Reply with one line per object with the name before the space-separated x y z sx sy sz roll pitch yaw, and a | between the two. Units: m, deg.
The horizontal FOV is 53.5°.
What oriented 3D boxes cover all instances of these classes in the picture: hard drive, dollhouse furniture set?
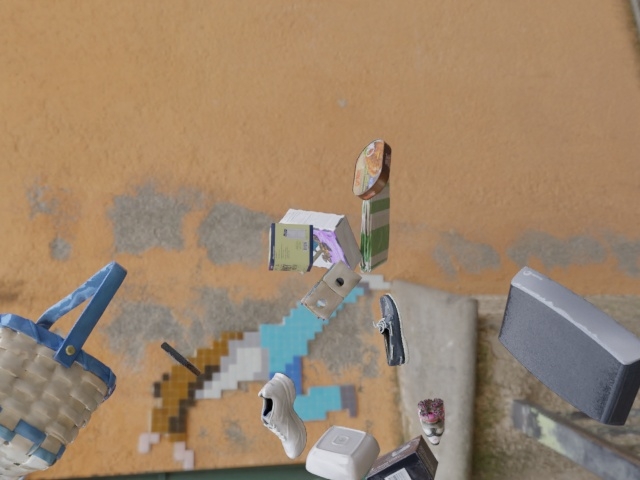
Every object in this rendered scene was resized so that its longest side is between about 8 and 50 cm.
hard drive | -0.394 0.337 1.794 0.022 0.094 0.135 -51 -20 -16
dollhouse furniture set | -0.024 0.077 1.452 0.129 0.184 0.129 -49 1 -8
hard drive | 0.399 0.171 1.039 0.255 0.054 0.171 43 139 47

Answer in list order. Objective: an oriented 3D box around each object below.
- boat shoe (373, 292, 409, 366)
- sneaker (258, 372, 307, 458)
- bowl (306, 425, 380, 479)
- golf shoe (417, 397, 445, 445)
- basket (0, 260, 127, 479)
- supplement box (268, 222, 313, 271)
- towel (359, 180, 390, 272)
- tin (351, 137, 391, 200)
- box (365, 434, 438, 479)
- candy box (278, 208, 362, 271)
boat shoe | 0.233 0.302 2.150 0.095 0.079 0.254 117 145 -66
sneaker | -0.136 0.592 2.101 0.111 0.129 0.296 -6 104 44
bowl | 0.048 0.466 1.416 0.142 0.142 0.053 -33 -60 -53
golf shoe | 0.282 0.455 1.611 0.186 0.068 0.085 -14 -83 -77
basket | -0.394 0.174 0.885 0.255 0.201 0.288 -33 24 36
supplement box | -0.058 0.014 1.239 0.056 0.083 0.083 113 159 -70
towel | 0.165 -0.079 1.898 0.248 0.038 0.324 -18 -71 -68
tin | 0.130 -0.179 1.599 0.106 0.040 0.189 -28 37 36
box | 0.218 0.609 1.682 0.093 0.156 0.158 59 -168 9
candy box | 0.000 0.000 1.792 0.070 0.196 0.164 -55 -44 -32
